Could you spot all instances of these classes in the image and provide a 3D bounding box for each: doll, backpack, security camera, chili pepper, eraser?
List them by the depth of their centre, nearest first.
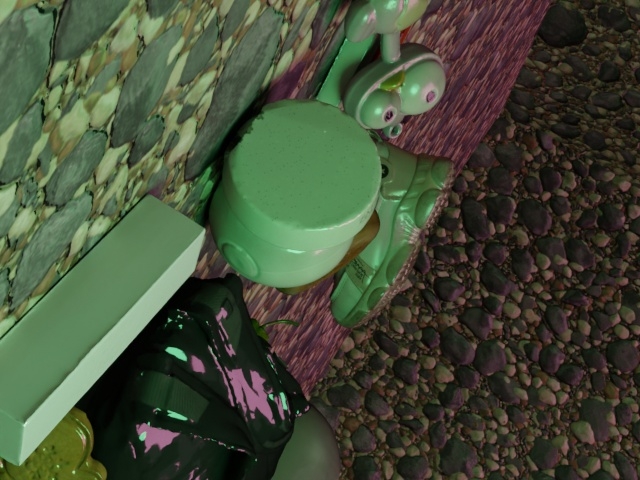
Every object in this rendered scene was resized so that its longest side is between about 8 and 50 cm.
[{"bbox_3d":[-0.229,0.080,1.225,0.298,0.076,0.078,-51,168,-40],"label":"eraser"},{"bbox_3d":[-0.166,0.232,1.515,0.445,0.255,0.363,79,33,-53],"label":"backpack"},{"bbox_3d":[-0.035,-0.041,1.539,0.194,0.194,0.236,-54,173,-26],"label":"security camera"},{"bbox_3d":[0.097,-0.261,1.643,0.160,0.094,0.365,-37,149,-21],"label":"doll"},{"bbox_3d":[0.073,-0.274,1.813,0.157,0.038,0.230,-61,171,19],"label":"eraser"},{"bbox_3d":[-0.136,0.176,2.095,0.204,0.073,0.072,-35,176,-41],"label":"chili pepper"}]

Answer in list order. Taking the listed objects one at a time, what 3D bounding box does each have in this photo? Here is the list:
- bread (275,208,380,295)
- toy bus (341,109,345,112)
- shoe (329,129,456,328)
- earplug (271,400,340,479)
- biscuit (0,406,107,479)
[{"bbox_3d":[0.000,0.000,2.056,0.213,0.104,0.213,-34,171,-6],"label":"bread"},{"bbox_3d":[-0.010,-0.113,1.776,0.167,0.076,0.073,-54,170,-27],"label":"toy bus"},{"bbox_3d":[0.088,-0.022,2.227,0.351,0.198,0.172,-61,169,2],"label":"shoe"},{"bbox_3d":[-0.139,0.453,2.252,0.394,0.313,0.312,-55,171,-25],"label":"earplug"},{"bbox_3d":[-0.284,0.234,1.323,0.023,0.118,0.140,-77,-168,-65],"label":"biscuit"}]
